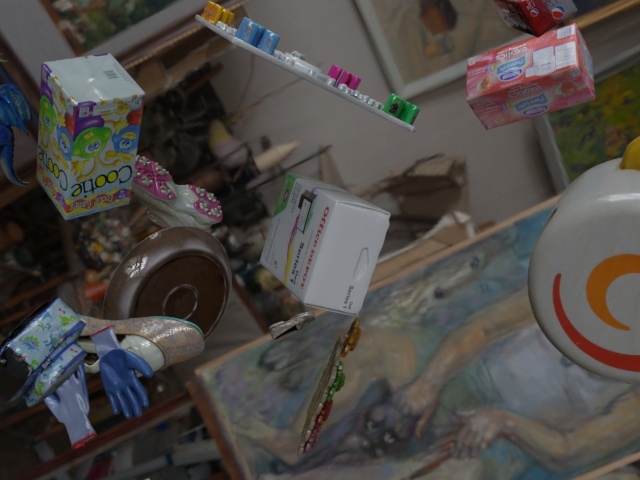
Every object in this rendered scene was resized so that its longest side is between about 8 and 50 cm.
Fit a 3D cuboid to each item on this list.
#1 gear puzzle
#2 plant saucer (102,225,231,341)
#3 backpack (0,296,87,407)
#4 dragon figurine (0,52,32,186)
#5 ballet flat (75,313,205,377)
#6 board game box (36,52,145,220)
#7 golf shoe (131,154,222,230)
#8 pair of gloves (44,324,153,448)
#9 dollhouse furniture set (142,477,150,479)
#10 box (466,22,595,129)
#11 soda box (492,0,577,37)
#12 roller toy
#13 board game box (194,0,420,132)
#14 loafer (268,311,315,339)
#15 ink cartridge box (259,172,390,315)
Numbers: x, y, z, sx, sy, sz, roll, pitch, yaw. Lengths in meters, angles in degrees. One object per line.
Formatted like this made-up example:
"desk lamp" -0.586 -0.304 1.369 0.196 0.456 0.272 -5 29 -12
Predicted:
"gear puzzle" 0.031 0.302 1.790 0.175 0.044 0.339 -73 -177 -61
"plant saucer" -0.299 0.124 1.713 0.050 0.311 0.311 28 -21 41
"backpack" -0.324 0.132 0.967 0.084 0.105 0.114 42 47 -8
"dragon figurine" -0.548 -0.213 1.428 0.289 0.144 0.085 60 4 -32
"ballet flat" -0.356 0.197 1.473 0.106 0.315 0.108 -60 141 -49
"board game box" -0.449 -0.198 1.601 0.144 0.142 0.275 47 -43 29
"golf shoe" -0.385 -0.093 1.991 0.306 0.140 0.115 31 33 -32
"pair of gloves" -0.359 0.231 1.333 0.159 0.198 0.023 64 13 14
"dollhouse furniture set" -0.324 0.439 1.200 0.128 0.183 0.129 -18 85 -46
"box" 0.542 -0.418 2.151 0.142 0.299 0.154 42 44 -43
"soda box" 0.425 -0.483 1.687 0.083 0.092 0.263 54 10 -17
"roller toy" 0.300 0.021 0.785 0.209 0.191 0.146 56 33 -7
"board game box" -0.032 -0.350 1.631 0.389 0.050 0.390 22 12 -25
"loafer" -0.069 0.222 2.133 0.045 0.125 0.039 72 -2 -52
"ink cartridge box" 0.000 0.000 1.589 0.117 0.202 0.278 14 9 -25
